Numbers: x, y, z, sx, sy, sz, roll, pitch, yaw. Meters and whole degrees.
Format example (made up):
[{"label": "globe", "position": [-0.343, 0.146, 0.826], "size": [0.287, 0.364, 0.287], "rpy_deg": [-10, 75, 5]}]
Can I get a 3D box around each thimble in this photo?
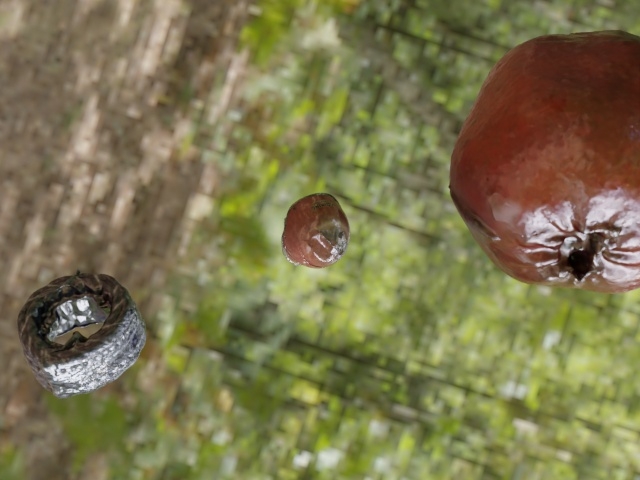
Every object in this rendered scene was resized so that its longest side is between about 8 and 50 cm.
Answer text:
[{"label": "thimble", "position": [-0.208, 0.079, 1.576], "size": [0.104, 0.095, 0.066], "rpy_deg": [-39, 145, -18]}]

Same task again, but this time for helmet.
[{"label": "helmet", "position": [0.001, 0.002, 1.707], "size": [0.049, 0.065, 0.084], "rpy_deg": [51, -30, 45]}]

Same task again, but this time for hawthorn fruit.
[{"label": "hawthorn fruit", "position": [0.270, -0.095, 1.876], "size": [0.307, 0.265, 0.265], "rpy_deg": [-85, -172, -45]}]
